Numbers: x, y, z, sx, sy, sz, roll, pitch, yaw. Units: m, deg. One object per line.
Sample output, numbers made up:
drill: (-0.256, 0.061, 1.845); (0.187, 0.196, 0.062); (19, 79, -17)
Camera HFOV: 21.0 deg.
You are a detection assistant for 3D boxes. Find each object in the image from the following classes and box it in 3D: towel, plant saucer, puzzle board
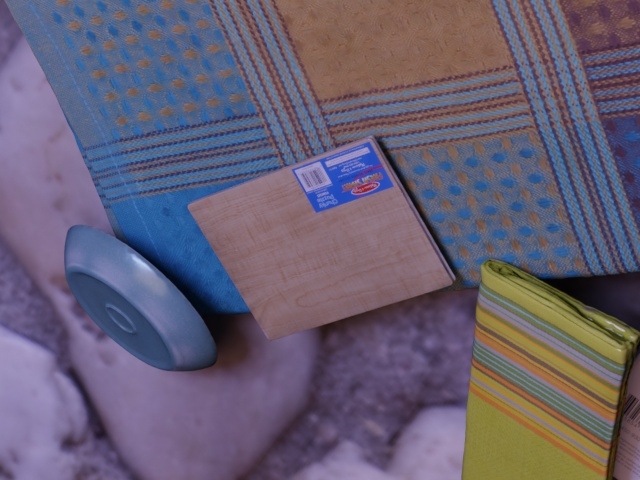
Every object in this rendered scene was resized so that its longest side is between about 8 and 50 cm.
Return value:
towel: (0.021, -0.086, 0.925); (0.370, 0.040, 0.271); (-8, 119, 27)
plant saucer: (-0.114, 0.041, 1.032); (0.119, 0.021, 0.119); (34, 155, 18)
puzzle board: (0.000, 0.000, 0.959); (0.128, 0.011, 0.096); (-19, 111, 31)
towel: (0.122, 0.125, 0.968); (0.102, 0.021, 0.237); (33, 136, 36)

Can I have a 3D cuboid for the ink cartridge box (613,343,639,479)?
ink cartridge box: (0.219, 0.083, 0.946); (0.099, 0.056, 0.135); (35, 116, 7)
